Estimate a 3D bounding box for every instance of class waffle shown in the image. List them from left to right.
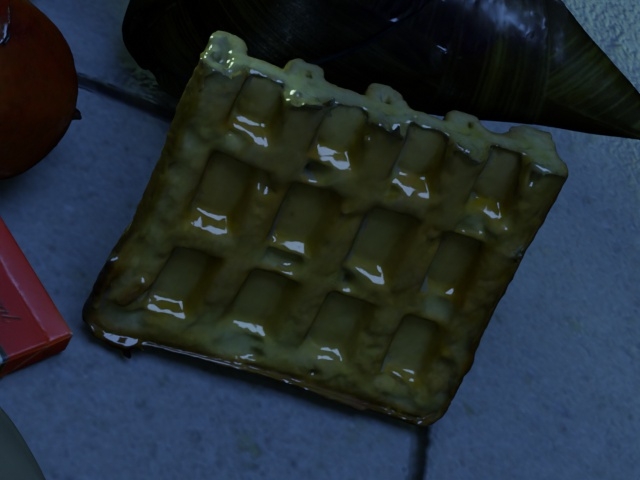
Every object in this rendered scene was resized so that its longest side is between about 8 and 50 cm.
[{"bbox_3d":[0.000,0.000,1.591,0.348,0.304,0.077,18,29,-16],"label":"waffle"}]

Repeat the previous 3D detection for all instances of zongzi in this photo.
[{"bbox_3d":[0.054,-0.165,1.692,0.432,0.403,0.208,40,56,-14],"label":"zongzi"}]

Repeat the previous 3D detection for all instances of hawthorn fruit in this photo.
[{"bbox_3d":[-0.291,-0.132,1.596,0.202,0.185,0.185,20,47,-43],"label":"hawthorn fruit"}]

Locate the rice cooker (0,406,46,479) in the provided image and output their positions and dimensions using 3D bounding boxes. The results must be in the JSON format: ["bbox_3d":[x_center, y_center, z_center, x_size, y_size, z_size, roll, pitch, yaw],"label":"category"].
[{"bbox_3d":[-0.279,0.202,1.390,0.127,0.145,0.206,-20,72,-48],"label":"rice cooker"}]

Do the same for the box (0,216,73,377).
[{"bbox_3d":[-0.340,0.070,1.518,0.245,0.035,0.139,-22,70,-37],"label":"box"}]
